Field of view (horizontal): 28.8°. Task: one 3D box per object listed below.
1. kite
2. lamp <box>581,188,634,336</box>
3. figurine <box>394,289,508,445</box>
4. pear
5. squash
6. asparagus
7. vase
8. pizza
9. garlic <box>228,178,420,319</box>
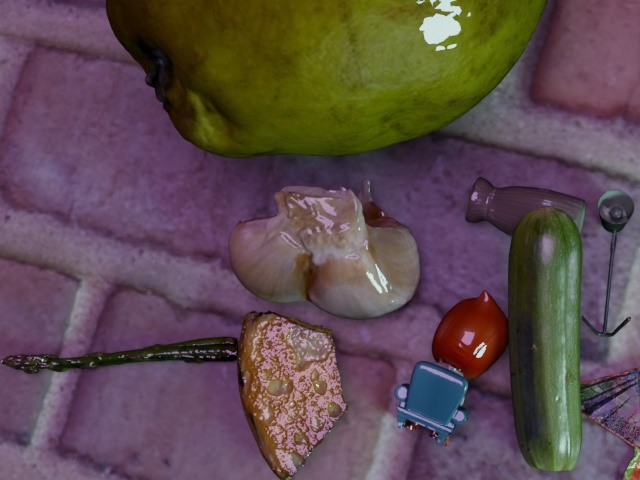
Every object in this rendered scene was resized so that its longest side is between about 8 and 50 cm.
[{"bbox_3d":[0.293,0.167,1.081,0.190,0.010,0.159,35,89,17],"label":"kite"},{"bbox_3d":[0.256,0.021,1.100,0.041,0.054,0.121,6,73,12],"label":"lamp"},{"bbox_3d":[0.116,0.109,1.092,0.068,0.075,0.140,26,87,14],"label":"figurine"},{"bbox_3d":[0.020,-0.251,1.054,0.413,0.352,0.352,-38,75,8],"label":"pear"},{"bbox_3d":[0.194,0.085,1.066,0.066,0.066,0.229,-2,94,10],"label":"squash"},{"bbox_3d":[-0.190,0.110,1.178,0.232,0.022,0.023,-5,122,8],"label":"asparagus"},{"bbox_3d":[0.183,-0.025,1.117,0.100,0.053,0.053,17,83,17],"label":"vase"},{"bbox_3d":[-0.026,0.134,1.134,0.099,0.036,0.160,-16,77,8],"label":"pizza"},{"bbox_3d":[0.002,0.008,1.131,0.174,0.099,0.124,3,99,15],"label":"garlic"}]
